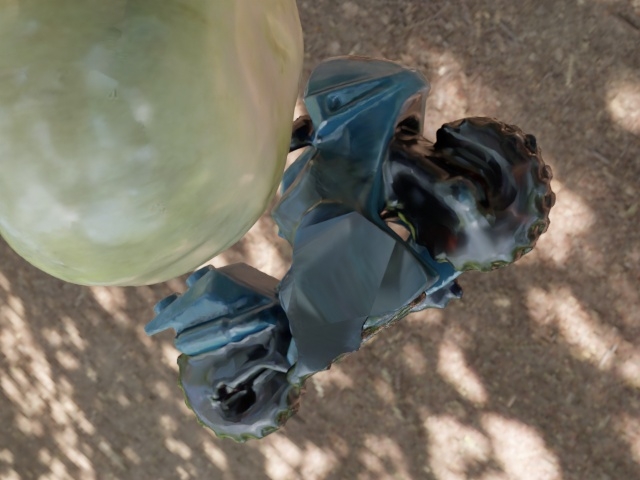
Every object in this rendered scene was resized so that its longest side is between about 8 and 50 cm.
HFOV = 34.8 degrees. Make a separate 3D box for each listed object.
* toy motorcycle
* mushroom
[{"bbox_3d":[0.000,0.000,0.902,0.416,0.172,0.232,-40,79,28],"label":"toy motorcycle"},{"bbox_3d":[-0.136,-0.101,0.604,0.234,0.260,0.254,-3,106,19],"label":"mushroom"}]
